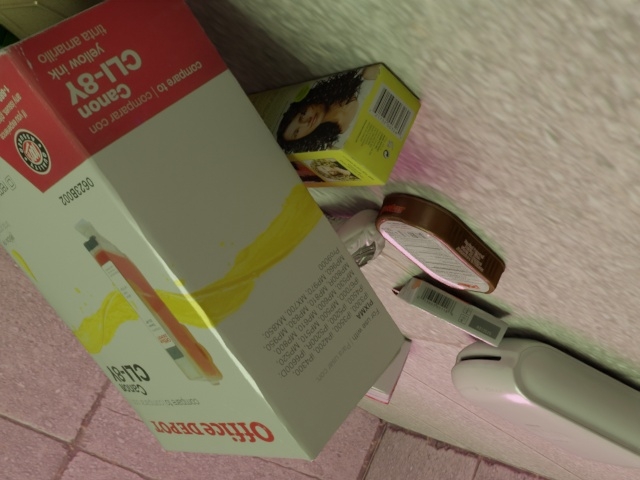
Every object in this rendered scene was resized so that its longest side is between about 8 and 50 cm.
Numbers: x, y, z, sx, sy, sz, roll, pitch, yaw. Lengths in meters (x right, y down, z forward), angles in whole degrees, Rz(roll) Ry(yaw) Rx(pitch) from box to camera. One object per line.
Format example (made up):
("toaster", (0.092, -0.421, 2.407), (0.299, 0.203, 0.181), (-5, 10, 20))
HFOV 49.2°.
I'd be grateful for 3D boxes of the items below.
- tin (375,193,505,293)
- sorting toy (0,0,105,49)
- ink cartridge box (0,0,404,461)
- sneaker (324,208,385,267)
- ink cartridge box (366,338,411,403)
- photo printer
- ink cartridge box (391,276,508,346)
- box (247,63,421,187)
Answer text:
("tin", (0.141, 0.009, 0.832), (0.189, 0.040, 0.106), (37, 165, -34))
("sorting toy", (-0.293, -0.199, 0.677), (0.229, 0.041, 0.307), (-1, 160, 22))
("ink cartridge box", (-0.143, 0.009, 0.649), (0.279, 0.160, 0.385), (-17, 112, 50))
("sneaker", (0.000, 0.000, 0.931), (0.090, 0.115, 0.232), (-14, 165, -35))
("ink cartridge box", (0.116, 0.268, 1.531), (0.127, 0.128, 0.176), (22, 164, 12))
("photo printer", (0.370, 0.254, 1.121), (0.307, 0.107, 0.256), (28, 164, -6))
("ink cartridge box", (0.193, 0.101, 1.074), (0.145, 0.045, 0.179), (27, -177, -4))
("box", (-0.018, -0.097, 0.650), (0.058, 0.087, 0.232), (35, 161, -32))
